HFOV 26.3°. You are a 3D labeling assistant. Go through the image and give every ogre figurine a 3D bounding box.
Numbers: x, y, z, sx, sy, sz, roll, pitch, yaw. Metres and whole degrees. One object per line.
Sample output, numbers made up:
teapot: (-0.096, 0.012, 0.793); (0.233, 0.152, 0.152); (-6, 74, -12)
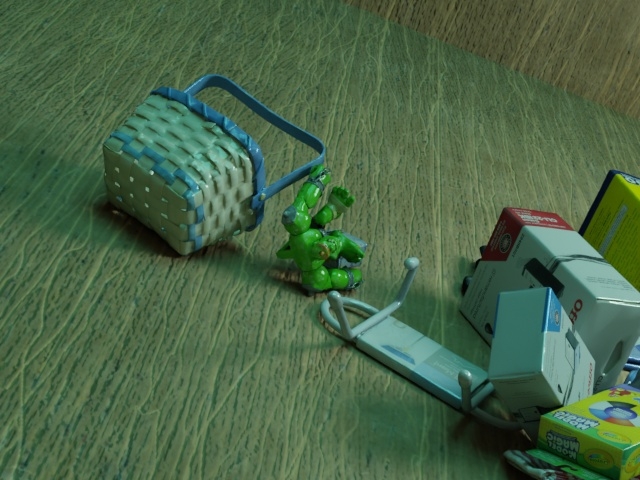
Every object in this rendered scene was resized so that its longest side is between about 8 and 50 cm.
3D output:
ogre figurine: (0.000, 0.000, 2.055); (0.097, 0.197, 0.118); (20, 38, 31)

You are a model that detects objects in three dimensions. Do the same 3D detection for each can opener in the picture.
can opener: (0.281, 0.050, 2.315); (0.073, 0.059, 0.186); (21, 23, -2)

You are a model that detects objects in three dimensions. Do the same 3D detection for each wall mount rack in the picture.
wall mount rack: (0.145, 0.139, 1.900); (0.350, 0.130, 0.304); (30, 24, 18)

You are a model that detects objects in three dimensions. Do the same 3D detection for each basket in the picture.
basket: (-0.172, -0.129, 2.066); (0.255, 0.201, 0.289); (35, 56, 26)

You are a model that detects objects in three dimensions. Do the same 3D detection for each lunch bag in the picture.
lunch bag: (0.019, 0.009, 2.173); (0.083, 0.053, 0.071); (26, 20, 32)

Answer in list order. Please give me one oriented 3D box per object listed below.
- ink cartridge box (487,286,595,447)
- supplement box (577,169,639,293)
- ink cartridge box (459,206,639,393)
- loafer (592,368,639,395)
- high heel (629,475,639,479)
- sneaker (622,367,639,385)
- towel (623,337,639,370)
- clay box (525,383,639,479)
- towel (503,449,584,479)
ink cartridge box: (0.299, 0.173, 1.844); (0.190, 0.082, 0.139); (51, 40, -42)
supplement box: (0.626, 0.050, 2.459); (0.194, 0.195, 0.356); (14, 25, -21)
ink cartridge box: (0.350, 0.102, 2.084); (0.114, 0.197, 0.273); (6, 27, -31)
loafer: (0.462, 0.256, 1.981); (0.109, 0.095, 0.302); (15, 28, 43)
high heel: (0.458, 0.275, 1.849); (0.244, 0.117, 0.082); (18, -5, -16)
sneaker: (0.500, 0.233, 2.122); (0.059, 0.053, 0.144); (36, 27, 24)
towel: (0.435, 0.123, 2.330); (0.209, 0.034, 0.285); (13, 25, -20)
clay box: (0.377, 0.248, 1.761); (0.127, 0.053, 0.222); (20, 21, 41)
towel: (0.346, 0.309, 1.770); (0.197, 0.029, 0.144); (18, -3, -13)
